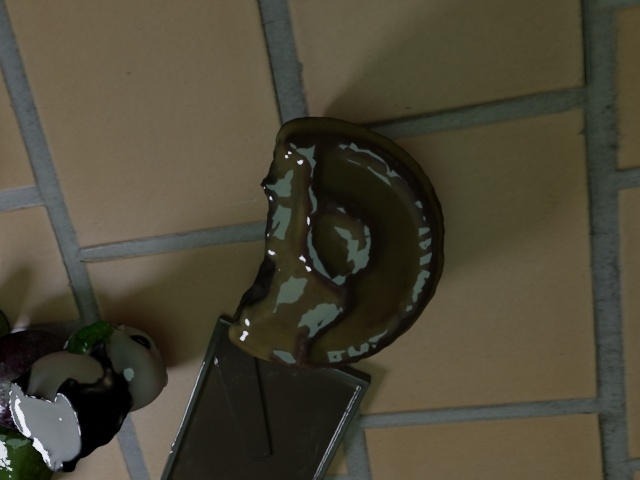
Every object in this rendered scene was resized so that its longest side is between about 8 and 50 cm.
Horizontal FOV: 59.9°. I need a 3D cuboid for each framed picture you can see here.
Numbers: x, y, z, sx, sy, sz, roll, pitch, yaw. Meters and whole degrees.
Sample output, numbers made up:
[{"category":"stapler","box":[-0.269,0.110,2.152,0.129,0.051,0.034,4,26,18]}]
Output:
[{"category":"framed picture","box":[-0.129,0.401,1.154,0.325,0.028,0.446,24,108,1]}]

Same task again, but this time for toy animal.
[{"category":"toy animal","box":[-0.411,0.255,1.022,0.212,0.267,0.213,11,122,18]}]

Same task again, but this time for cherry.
[{"category":"cherry","box":[-0.595,0.273,1.109,0.195,0.195,0.195,2,107,8]}]

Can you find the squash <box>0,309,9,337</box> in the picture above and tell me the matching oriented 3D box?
[{"category":"squash","box":[-0.716,0.202,1.098,0.095,0.188,0.095,2,104,7]}]

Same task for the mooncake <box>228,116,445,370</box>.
[{"category":"mooncake","box":[0.000,0.000,0.907,0.393,0.246,0.394,-24,105,8]}]

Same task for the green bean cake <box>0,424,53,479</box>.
[{"category":"green bean cake","box":[-0.692,0.458,1.207,0.222,0.125,0.248,28,111,-2]}]
